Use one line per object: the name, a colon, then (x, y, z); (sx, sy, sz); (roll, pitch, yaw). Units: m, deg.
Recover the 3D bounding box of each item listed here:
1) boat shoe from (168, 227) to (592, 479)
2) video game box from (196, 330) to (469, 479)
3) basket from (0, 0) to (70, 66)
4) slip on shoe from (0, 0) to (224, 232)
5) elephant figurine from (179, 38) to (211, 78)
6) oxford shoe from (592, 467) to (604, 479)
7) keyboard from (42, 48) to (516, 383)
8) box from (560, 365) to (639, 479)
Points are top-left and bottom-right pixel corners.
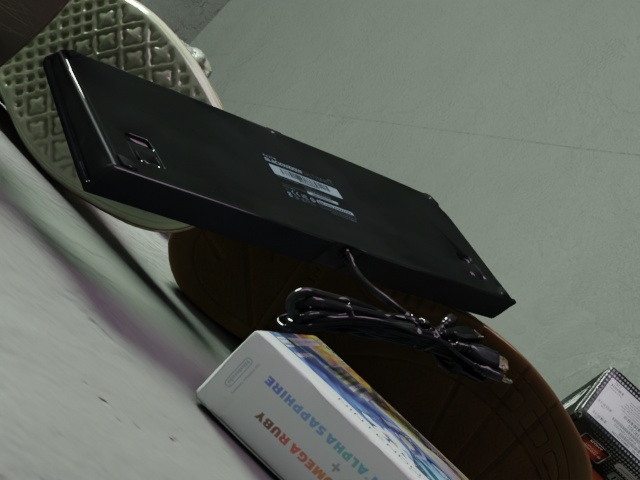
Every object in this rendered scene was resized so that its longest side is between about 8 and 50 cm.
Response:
boat shoe: (0.046, 0.077, 0.800); (0.341, 0.121, 0.110); (42, 2, -6)
video game box: (0.037, 0.124, 0.588); (0.187, 0.048, 0.205); (45, 1, 8)
basket: (-0.238, -0.199, 0.609); (0.227, 0.154, 0.204); (47, 0, -27)
slip on shoe: (-0.169, -0.113, 0.785); (0.331, 0.123, 0.101); (38, -6, 30)
elephant figurine: (-0.282, -0.257, 1.389); (0.239, 0.169, 0.186); (31, 25, -56)
oxford shoe: (0.229, 0.288, 0.858); (0.271, 0.097, 0.098); (47, 30, 0)
keyboard: (0.000, 0.000, 0.653); (0.317, 0.033, 0.201); (18, 29, -41)
box: (0.268, 0.250, 0.941); (0.270, 0.060, 0.216); (44, -34, 6)
